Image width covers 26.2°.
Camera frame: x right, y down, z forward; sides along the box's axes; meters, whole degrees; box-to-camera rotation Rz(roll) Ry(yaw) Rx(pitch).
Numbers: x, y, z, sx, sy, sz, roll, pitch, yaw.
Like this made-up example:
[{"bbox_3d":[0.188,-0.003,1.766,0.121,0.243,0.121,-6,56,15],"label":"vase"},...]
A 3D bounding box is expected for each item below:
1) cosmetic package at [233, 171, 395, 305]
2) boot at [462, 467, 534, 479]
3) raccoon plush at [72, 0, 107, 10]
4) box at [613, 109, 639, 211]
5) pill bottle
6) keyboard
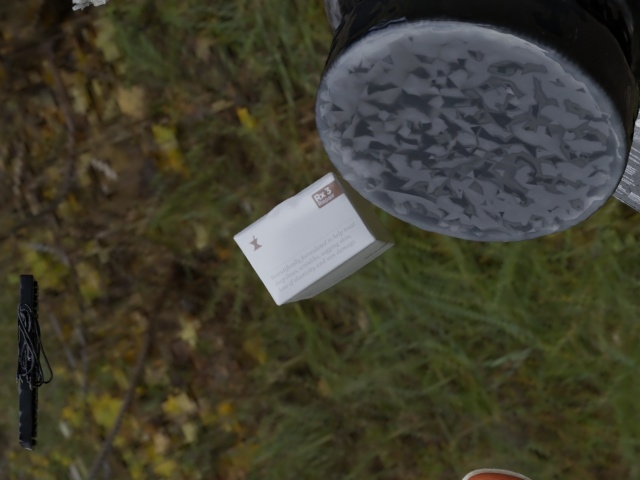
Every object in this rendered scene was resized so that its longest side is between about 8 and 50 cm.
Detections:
[{"bbox_3d":[0.000,0.000,1.381,0.085,0.117,0.231,57,-173,3],"label":"cosmetic package"},{"bbox_3d":[0.200,0.264,1.298,0.158,0.059,0.084,25,-177,17],"label":"boot"},{"bbox_3d":[-0.226,-0.302,1.380,0.216,0.299,0.446,56,141,-4],"label":"raccoon plush"},{"bbox_3d":[0.316,-0.086,1.153,0.180,0.077,0.147,31,139,2],"label":"box"},{"bbox_3d":[0.070,-0.112,0.465,0.123,0.219,0.122,12,143,9],"label":"pill bottle"},{"bbox_3d":[-0.311,0.135,1.519,0.100,0.038,0.192,104,163,-81],"label":"keyboard"}]
